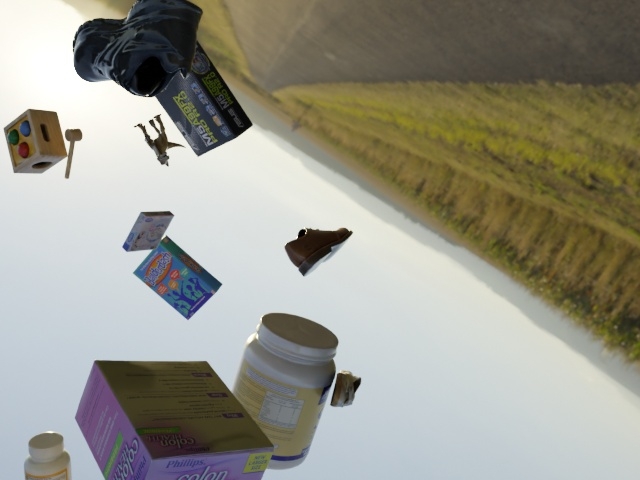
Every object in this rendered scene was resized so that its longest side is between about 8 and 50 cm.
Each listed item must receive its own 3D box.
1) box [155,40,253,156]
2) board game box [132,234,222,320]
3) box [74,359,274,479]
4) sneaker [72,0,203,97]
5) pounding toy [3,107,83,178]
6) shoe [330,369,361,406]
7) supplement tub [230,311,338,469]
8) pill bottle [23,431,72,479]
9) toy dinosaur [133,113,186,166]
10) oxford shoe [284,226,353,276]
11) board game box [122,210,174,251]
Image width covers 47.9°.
[{"bbox_3d":[-0.295,-0.335,1.643,0.216,0.060,0.270,-10,118,55],"label":"box"},{"bbox_3d":[-0.403,0.107,2.025,0.210,0.160,0.047,42,-145,-7],"label":"board game box"},{"bbox_3d":[-0.234,0.303,1.134,0.213,0.117,0.243,9,-160,-41],"label":"box"},{"bbox_3d":[-0.296,-0.279,1.111,0.286,0.130,0.109,-8,169,43],"label":"sneaker"},{"bbox_3d":[-0.696,-0.238,1.813,0.094,0.206,0.181,-5,-104,-54],"label":"pounding toy"},{"bbox_3d":[0.065,0.364,1.780,0.058,0.077,0.219,12,-176,7],"label":"shoe"},{"bbox_3d":[-0.100,0.372,1.807,0.241,0.331,0.241,18,-167,-4],"label":"supplement tub"},{"bbox_3d":[-0.713,0.617,1.889,0.117,0.208,0.117,2,-165,0],"label":"pill bottle"},{"bbox_3d":[-0.296,-0.179,1.321,0.183,0.053,0.093,-101,-13,-73],"label":"toy dinosaur"},{"bbox_3d":[0.000,0.000,1.350,0.076,0.076,0.212,45,-156,9],"label":"oxford shoe"},{"bbox_3d":[-0.351,-0.019,1.473,0.020,0.090,0.090,40,-160,20],"label":"board game box"}]
